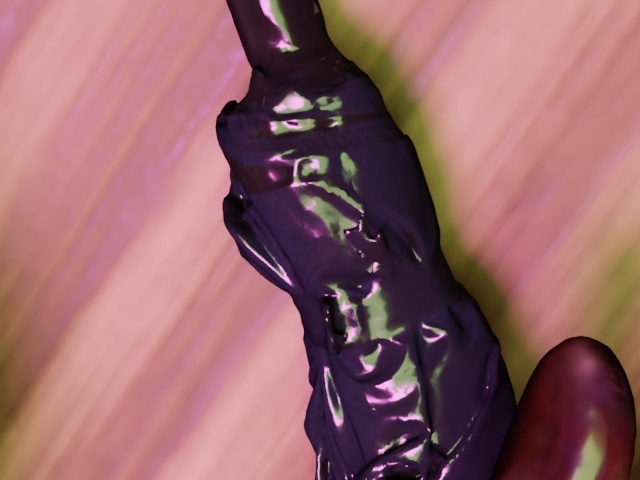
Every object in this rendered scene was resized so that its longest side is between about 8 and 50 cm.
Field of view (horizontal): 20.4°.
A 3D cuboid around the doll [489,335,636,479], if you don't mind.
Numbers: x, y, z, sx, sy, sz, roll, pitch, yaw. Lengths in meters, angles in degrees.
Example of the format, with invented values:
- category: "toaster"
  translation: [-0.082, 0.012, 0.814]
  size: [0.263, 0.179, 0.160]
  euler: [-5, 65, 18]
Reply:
- category: "doll"
  translation: [0.216, 0.146, 0.470]
  size: [0.339, 0.209, 0.318]
  euler: [-15, 109, 4]

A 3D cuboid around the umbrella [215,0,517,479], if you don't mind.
- category: "umbrella"
  translation: [0.007, -0.002, 0.506]
  size: [0.071, 0.071, 0.248]
  euler: [-16, 107, 7]
